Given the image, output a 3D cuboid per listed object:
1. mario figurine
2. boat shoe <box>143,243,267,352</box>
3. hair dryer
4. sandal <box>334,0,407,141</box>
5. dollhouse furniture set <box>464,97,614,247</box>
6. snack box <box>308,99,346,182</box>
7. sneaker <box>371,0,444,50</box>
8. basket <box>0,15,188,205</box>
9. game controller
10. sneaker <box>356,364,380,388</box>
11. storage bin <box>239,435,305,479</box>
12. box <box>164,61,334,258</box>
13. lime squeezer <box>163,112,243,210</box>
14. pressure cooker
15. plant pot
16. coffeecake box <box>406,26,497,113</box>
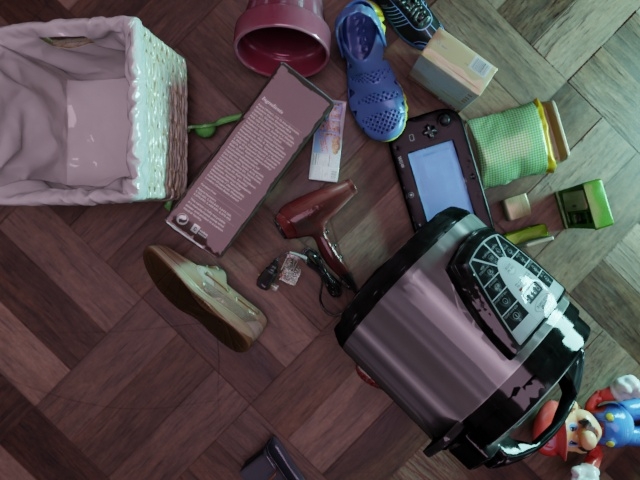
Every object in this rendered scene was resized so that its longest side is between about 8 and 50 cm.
[{"bbox_3d":[0.601,0.403,1.356,0.320,0.170,0.198,-3,56,-9],"label":"mario figurine"},{"bbox_3d":[-0.245,0.107,1.388,0.302,0.109,0.098,41,50,0],"label":"boat shoe"},{"bbox_3d":[0.000,0.000,1.412,0.223,0.080,0.294,19,95,-17],"label":"hair dryer"},{"bbox_3d":[0.096,-0.361,1.360,0.126,0.138,0.318,-17,89,14],"label":"sandal"},{"bbox_3d":[0.449,-0.147,1.366,0.197,0.151,0.302,-17,90,-1],"label":"dollhouse furniture set"},{"bbox_3d":[0.015,-0.218,1.423,0.064,0.022,0.179,7,90,0],"label":"snack box"},{"bbox_3d":[0.181,-0.499,1.392,0.232,0.090,0.081,42,89,0],"label":"sneaker"},{"bbox_3d":[-0.443,-0.225,1.266,0.327,0.266,0.332,-1,89,12],"label":"basket"},{"bbox_3d":[0.260,-0.117,1.406,0.166,0.067,0.320,-17,90,-1],"label":"game controller"},{"bbox_3d":[0.188,0.283,1.405,0.225,0.088,0.093,7,73,-3],"label":"sneaker"},{"bbox_3d":[-0.105,0.509,1.390,0.091,0.098,0.135,-35,91,10],"label":"storage bin"},{"bbox_3d":[-0.138,-0.159,1.324,0.143,0.191,0.382,35,94,-6],"label":"box"},{"bbox_3d":[-0.254,-0.209,1.402,0.310,0.059,0.110,-44,90,-2],"label":"lime squeezer"},{"bbox_3d":[0.285,0.190,1.215,0.420,0.375,0.370,45,98,13],"label":"pressure cooker"},{"bbox_3d":[-0.073,-0.463,1.347,0.201,0.201,0.181,5,75,-1],"label":"plant pot"},{"bbox_3d":[0.266,-0.346,1.346,0.142,0.185,0.068,35,90,-1],"label":"coffeecake box"}]
